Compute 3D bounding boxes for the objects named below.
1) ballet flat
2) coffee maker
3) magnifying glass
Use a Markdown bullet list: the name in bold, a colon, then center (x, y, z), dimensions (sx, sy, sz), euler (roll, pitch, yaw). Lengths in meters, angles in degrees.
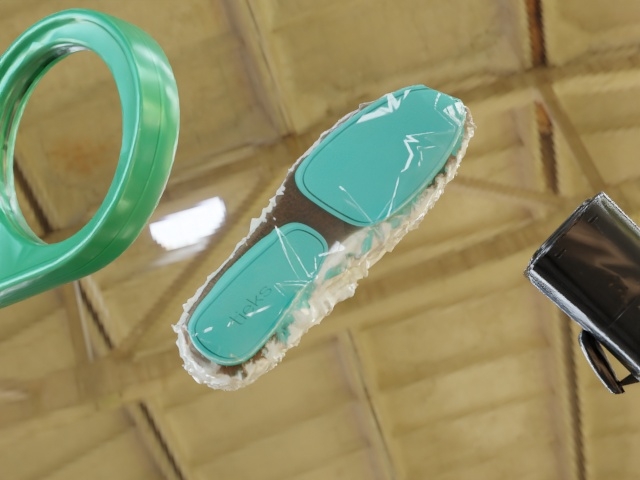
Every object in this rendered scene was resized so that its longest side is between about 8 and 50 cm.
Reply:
- **ballet flat**: center (0.000, 0.000, 1.518), dimensions (0.409, 0.147, 0.147), euler (-45, -37, -16)
- **coffee maker**: center (0.288, 0.044, 1.317), dimensions (0.120, 0.178, 0.171), euler (-44, -7, -26)
- **magnifying glass**: center (-0.131, 0.009, 0.544), dimensions (0.231, 0.092, 0.026), euler (-46, -32, 24)
